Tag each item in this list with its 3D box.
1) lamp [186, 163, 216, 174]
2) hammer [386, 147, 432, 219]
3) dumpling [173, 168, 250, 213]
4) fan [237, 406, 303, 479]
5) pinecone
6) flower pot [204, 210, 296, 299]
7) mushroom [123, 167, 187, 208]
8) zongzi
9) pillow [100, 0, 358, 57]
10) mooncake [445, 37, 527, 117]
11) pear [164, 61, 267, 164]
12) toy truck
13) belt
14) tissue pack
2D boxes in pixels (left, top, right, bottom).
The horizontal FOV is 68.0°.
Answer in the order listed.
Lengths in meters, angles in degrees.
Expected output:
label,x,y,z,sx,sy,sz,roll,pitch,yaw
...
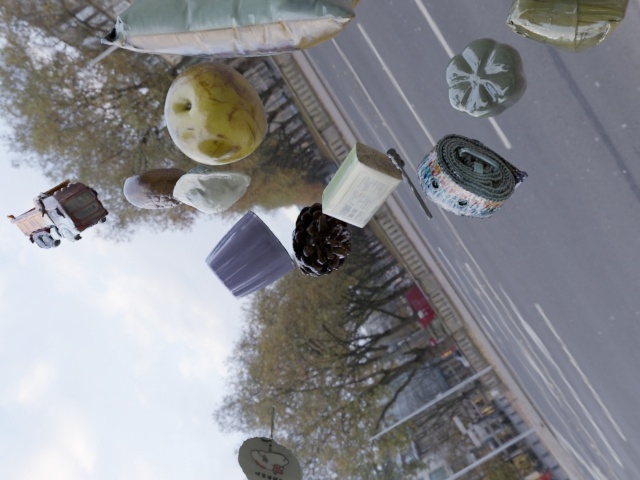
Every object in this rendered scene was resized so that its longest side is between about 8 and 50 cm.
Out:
label,x,y,z,sx,sy,sz,roll,pitch,yaw
lamp,-0.422,-0.195,1.670,0.121,0.121,0.214,54,-164,-29
hammer,0.220,-0.139,1.160,0.058,0.029,0.292,41,-159,-33
dumpling,-0.288,-0.143,1.241,0.111,0.181,0.155,47,-178,25
fan,-0.139,0.579,1.337,0.191,0.009,0.329,23,-164,-13
pinecone,0.006,0.000,1.869,0.296,0.242,0.297,-136,47,-84
flower pot,-0.257,0.065,1.651,0.265,0.243,0.265,47,165,16
mushroom,-0.625,-0.199,1.821,0.253,0.254,0.153,21,-125,-81
zongzi,0.539,-0.493,1.091,0.256,0.228,0.114,-27,-53,-75
pillow,-0.082,-0.328,0.651,0.312,0.311,0.119,-70,-21,-51
mooncake,0.553,-0.548,1.612,0.135,0.275,0.274,-9,-117,-54
pear,-0.287,-0.344,1.313,0.280,0.281,0.280,56,-175,-8
toy truck,-0.644,-0.064,1.163,0.114,0.271,0.135,-51,-58,-44
belt,0.448,-0.188,1.409,0.295,0.206,0.160,30,146,-1
tissue pack,0.124,-0.169,1.478,0.159,0.234,0.125,20,-137,-17
